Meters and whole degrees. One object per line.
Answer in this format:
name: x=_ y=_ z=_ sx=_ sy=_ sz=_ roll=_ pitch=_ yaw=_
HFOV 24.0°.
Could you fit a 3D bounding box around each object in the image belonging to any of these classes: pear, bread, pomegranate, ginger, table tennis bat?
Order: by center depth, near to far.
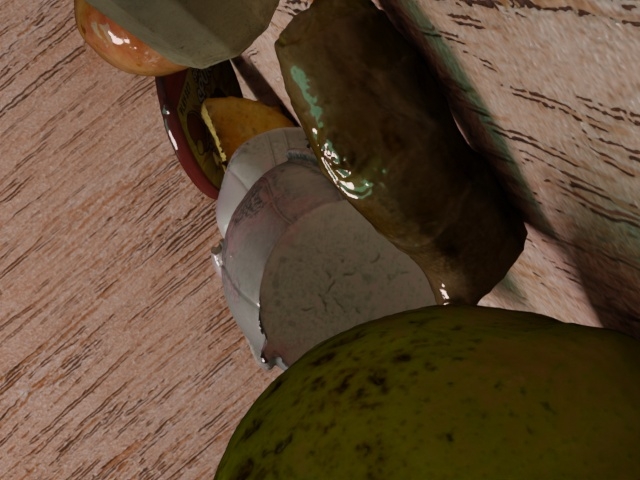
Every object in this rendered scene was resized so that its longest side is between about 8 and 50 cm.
pear: x=0.115 y=0.214 z=1.074 sx=0.391 sy=0.391 sz=0.391 roll=54 pitch=176 yaw=5
ginger: x=0.057 y=-0.065 z=1.122 sx=0.263 sy=0.109 sz=0.116 roll=55 pitch=179 yaw=-20
pomegranate: x=-0.219 y=-0.297 z=1.934 sx=0.191 sy=0.191 sz=0.191 roll=54 pitch=176 yaw=5
bread: x=-0.069 y=-0.095 z=2.170 sx=0.160 sy=0.147 sz=0.260 roll=86 pitch=163 yaw=-68
table tennis bat: x=-0.197 y=-0.239 z=2.261 sx=0.268 sy=0.051 sz=0.414 roll=-79 pitch=-29 yaw=-45

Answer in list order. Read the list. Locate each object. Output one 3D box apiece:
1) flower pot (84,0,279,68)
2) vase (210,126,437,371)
flower pot: x=-0.140 y=-0.268 z=1.330 sx=0.212 sy=0.212 sz=0.202 roll=51 pitch=-171 yaw=37
vase: x=0.000 y=0.000 z=1.610 sx=0.250 sy=0.250 sz=0.445 roll=55 pitch=180 yaw=-16
